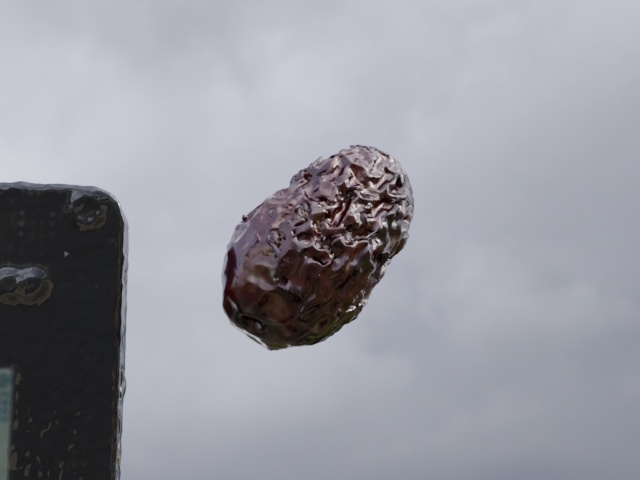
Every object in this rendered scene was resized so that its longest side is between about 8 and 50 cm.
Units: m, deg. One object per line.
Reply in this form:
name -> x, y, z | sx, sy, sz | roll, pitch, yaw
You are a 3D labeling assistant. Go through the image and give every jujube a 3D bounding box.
jujube -> 0.001, -0.002, 1.171 | 0.104, 0.166, 0.104 | 24, -33, 17

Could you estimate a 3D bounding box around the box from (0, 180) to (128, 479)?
box -> -0.235, 0.136, 1.177 | 0.211, 0.350, 0.058 | 1, -7, 0
